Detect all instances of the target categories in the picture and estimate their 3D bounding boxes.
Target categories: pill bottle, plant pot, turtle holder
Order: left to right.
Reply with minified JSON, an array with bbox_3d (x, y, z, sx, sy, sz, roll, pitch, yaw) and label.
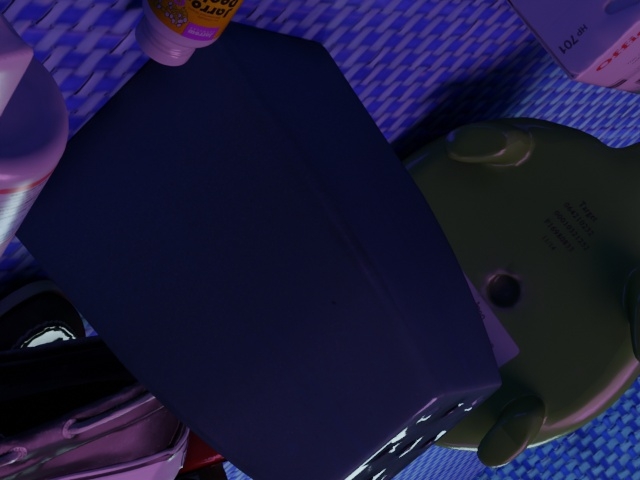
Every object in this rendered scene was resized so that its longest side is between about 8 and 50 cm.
[{"bbox_3d":[-0.182,-0.017,0.855,0.087,0.087,0.160,-21,158,-45],"label":"pill bottle"},{"bbox_3d":[-0.058,-0.122,0.903,0.043,0.043,0.083,-20,157,-46],"label":"pill bottle"},{"bbox_3d":[-0.020,0.024,1.047,0.165,0.234,0.165,-43,163,18],"label":"plant pot"},{"bbox_3d":[0.152,0.002,1.425,0.227,0.243,0.320,-29,142,-83],"label":"turtle holder"}]

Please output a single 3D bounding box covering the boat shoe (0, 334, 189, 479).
[{"bbox_3d":[-0.216,0.110,1.059,0.306,0.113,0.105,-6,130,-19],"label":"boat shoe"}]

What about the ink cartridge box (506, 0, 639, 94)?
[{"bbox_3d":[0.230,-0.177,1.299,0.139,0.082,0.190,-42,162,19],"label":"ink cartridge box"}]

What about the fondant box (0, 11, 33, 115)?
[{"bbox_3d":[-0.284,0.022,0.734,0.238,0.096,0.330,-21,159,-44],"label":"fondant box"}]

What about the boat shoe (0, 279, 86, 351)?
[{"bbox_3d":[-0.178,0.094,1.209,0.081,0.069,0.228,-32,164,-15],"label":"boat shoe"}]

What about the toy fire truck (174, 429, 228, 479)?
[{"bbox_3d":[-0.113,0.260,1.693,0.254,0.169,0.302,-25,171,30],"label":"toy fire truck"}]
